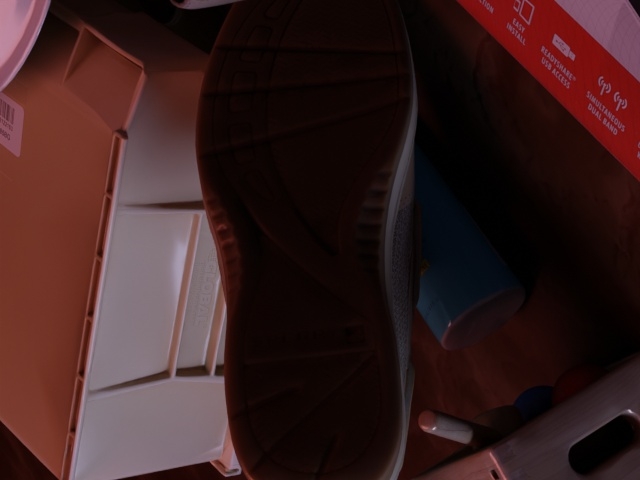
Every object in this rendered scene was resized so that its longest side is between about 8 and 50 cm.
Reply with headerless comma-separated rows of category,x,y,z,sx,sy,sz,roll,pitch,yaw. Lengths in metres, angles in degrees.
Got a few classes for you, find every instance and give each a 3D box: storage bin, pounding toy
storage bin,-0.146,-0.029,1.166,0.262,0.123,0.260,36,123,43
pounding toy,0.103,0.107,0.960,0.100,0.141,0.130,60,155,4

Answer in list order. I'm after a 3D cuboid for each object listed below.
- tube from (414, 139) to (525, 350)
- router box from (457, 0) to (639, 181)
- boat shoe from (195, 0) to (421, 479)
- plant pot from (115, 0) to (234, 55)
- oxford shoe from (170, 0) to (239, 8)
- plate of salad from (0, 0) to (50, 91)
tube,0.033,-0.037,1.066,0.207,0.052,0.080,56,143,25
router box,0.168,-0.129,0.667,0.335,0.082,0.301,49,152,27
boat shoe,0.000,0.000,0.987,0.098,0.109,0.302,73,-167,-65
plant pot,-0.095,-0.169,1.186,0.236,0.032,0.236,45,150,34
oxford shoe,-0.086,-0.277,0.941,0.348,0.130,0.123,63,155,-3
plate of salad,-0.192,-0.167,1.084,0.199,0.048,0.200,0,90,46
